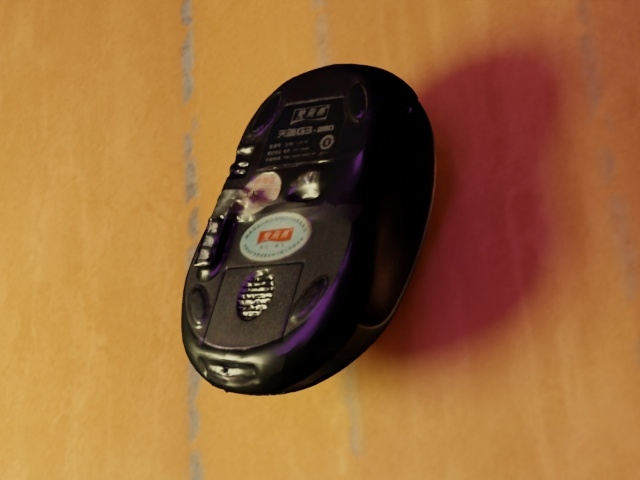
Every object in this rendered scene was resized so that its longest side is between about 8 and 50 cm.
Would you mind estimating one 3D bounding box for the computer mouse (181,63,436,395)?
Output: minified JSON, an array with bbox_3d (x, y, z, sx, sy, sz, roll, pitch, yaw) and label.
[{"bbox_3d":[0.000,0.000,1.147,0.137,0.096,0.233,2,60,36],"label":"computer mouse"}]
